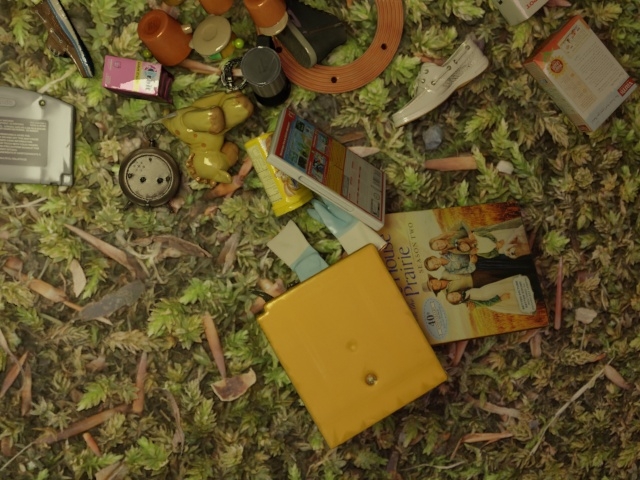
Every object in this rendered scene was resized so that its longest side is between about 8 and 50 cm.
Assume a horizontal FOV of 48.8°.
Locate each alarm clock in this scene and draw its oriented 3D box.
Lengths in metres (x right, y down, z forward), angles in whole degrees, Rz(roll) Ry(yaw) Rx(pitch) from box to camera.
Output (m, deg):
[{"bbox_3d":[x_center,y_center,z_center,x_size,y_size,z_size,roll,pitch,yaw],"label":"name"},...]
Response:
[{"bbox_3d":[-0.366,-0.156,1.514,0.129,0.064,0.192,2,92,-11],"label":"alarm clock"}]

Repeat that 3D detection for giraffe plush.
[{"bbox_3d":[-0.232,-0.206,1.491,0.210,0.181,0.171,-21,116,-12],"label":"giraffe plush"}]

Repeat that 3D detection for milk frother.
[{"bbox_3d":[-0.147,-0.351,1.482,0.143,0.135,0.129,-18,79,4],"label":"milk frother"}]

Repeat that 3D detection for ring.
[{"bbox_3d":[0.020,-0.496,1.568,0.336,0.032,0.337,-1,96,-12],"label":"ring"}]

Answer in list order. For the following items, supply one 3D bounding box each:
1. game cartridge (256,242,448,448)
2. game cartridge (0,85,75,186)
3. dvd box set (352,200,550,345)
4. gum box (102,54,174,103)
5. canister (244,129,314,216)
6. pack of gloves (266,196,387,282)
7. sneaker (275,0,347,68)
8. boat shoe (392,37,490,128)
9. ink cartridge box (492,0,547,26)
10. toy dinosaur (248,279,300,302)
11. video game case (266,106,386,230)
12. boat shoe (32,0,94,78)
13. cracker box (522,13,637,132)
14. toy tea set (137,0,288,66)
[{"bbox_3d":[0.061,0.212,1.432,0.285,0.052,0.324,-29,92,-6],"label":"game cartridge"},{"bbox_3d":[-0.661,-0.218,1.452,0.297,0.062,0.198,3,91,-11],"label":"game cartridge"},{"bbox_3d":[0.289,0.076,1.587,0.420,0.062,0.308,-6,75,-18],"label":"dvd box set"},{"bbox_3d":[-0.365,-0.322,1.434,0.107,0.188,0.062,8,95,-4],"label":"gum box"},{"bbox_3d":[-0.090,-0.150,1.534,0.073,0.126,0.170,-22,98,21],"label":"canister"},{"bbox_3d":[0.000,0.000,1.518,0.195,0.232,0.046,-44,142,1],"label":"pack of gloves"},{"bbox_3d":[-0.047,-0.484,1.512,0.118,0.083,0.222,-38,95,-24],"label":"sneaker"},{"bbox_3d":[0.256,-0.359,1.599,0.277,0.098,0.096,-39,101,-14],"label":"boat shoe"},{"bbox_3d":[0.447,-0.620,1.611,0.148,0.086,0.203,-42,101,-5],"label":"ink cartridge box"},{"bbox_3d":[-0.034,0.171,1.524,0.313,0.121,0.160,20,68,12],"label":"toy dinosaur"},{"bbox_3d":[0.021,-0.156,1.518,0.285,0.204,0.025,31,125,-17],"label":"video game case"},{"bbox_3d":[-0.530,-0.410,1.456,0.066,0.066,0.183,-27,90,-2],"label":"boat shoe"},{"bbox_3d":[0.616,-0.393,1.677,0.156,0.067,0.232,-45,101,-3],"label":"cracker box"},{"bbox_3d":[-0.219,-0.440,1.440,0.335,0.124,0.200,18,81,26],"label":"toy tea set"}]
